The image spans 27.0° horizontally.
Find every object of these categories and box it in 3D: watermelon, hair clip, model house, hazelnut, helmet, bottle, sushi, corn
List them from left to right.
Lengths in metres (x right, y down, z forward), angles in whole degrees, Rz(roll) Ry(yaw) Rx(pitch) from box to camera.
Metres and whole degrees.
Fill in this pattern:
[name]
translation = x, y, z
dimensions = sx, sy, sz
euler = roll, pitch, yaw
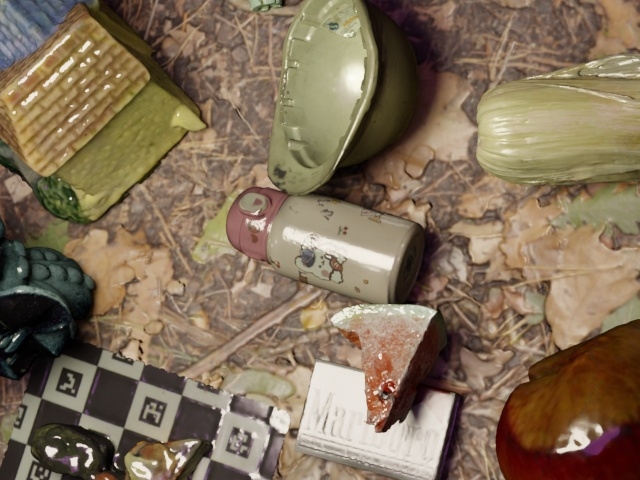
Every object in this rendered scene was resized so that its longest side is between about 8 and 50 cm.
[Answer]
[hair clip]
translation = -0.404, 0.052, 1.592
dimensions = 0.194, 0.310, 0.206
euler = -32, 45, 10
[model house]
translation = -0.351, -0.202, 1.649
dimensions = 0.261, 0.266, 0.321
euler = -44, 72, 2
[sushi]
translation = -0.257, 0.320, 1.638
dimensions = 0.359, 0.064, 0.343
euler = 16, 86, 19
[bottle]
translation = 0.000, 0.000, 1.589
dimensions = 0.233, 0.110, 0.110
euler = 18, 87, 18
[helmet]
translation = 0.045, -0.168, 1.589
dimensions = 0.204, 0.137, 0.257
euler = 8, 87, 58
[watermelon]
translation = 0.100, 0.140, 1.518
dimensions = 0.121, 0.098, 0.158
euler = -27, 51, 11
[corn]
translation = 0.327, -0.131, 1.501
dimensions = 0.305, 0.122, 0.123
euler = -6, 60, 15
[hazelnut]
translation = 0.316, 0.203, 1.420
dimensions = 0.251, 0.217, 0.217
euler = -36, 71, -16

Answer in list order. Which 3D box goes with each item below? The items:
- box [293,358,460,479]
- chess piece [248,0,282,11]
[box]
translation = 0.065, 0.214, 1.571
dimensions = 0.178, 0.036, 0.115
euler = 12, 82, 18
[chess piece]
translation = -0.078, -0.346, 1.695
dimensions = 0.067, 0.067, 0.103
euler = -12, 86, 15
